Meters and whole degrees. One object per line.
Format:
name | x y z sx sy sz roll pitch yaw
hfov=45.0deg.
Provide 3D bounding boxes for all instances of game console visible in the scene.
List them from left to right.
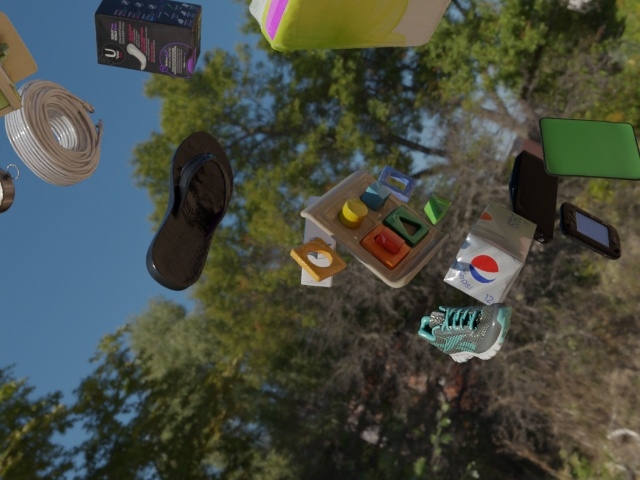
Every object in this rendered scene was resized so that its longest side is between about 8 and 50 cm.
game console | 0.620 -0.068 1.945 0.044 0.361 0.213 -34 37 55

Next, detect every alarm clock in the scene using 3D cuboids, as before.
alarm clock | -0.855 -0.141 2.034 0.192 0.129 0.064 -31 -3 24

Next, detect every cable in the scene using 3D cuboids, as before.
cable | -0.625 -0.255 1.818 0.257 0.089 0.257 43 -149 -50

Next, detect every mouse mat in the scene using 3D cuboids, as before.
mouse mat | 0.520 -0.178 1.490 0.007 0.189 0.153 94 -179 -55

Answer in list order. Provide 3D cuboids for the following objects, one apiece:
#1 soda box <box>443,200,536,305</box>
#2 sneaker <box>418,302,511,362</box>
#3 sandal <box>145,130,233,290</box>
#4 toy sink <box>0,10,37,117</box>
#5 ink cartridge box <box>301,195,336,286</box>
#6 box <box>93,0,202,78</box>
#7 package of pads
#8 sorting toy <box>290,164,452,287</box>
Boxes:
soda box | 0.290 0.016 1.293 0.091 0.098 0.286 -65 -12 20
sneaker | 0.170 0.107 0.936 0.166 0.076 0.065 130 162 -65
sandal | -0.280 -0.086 1.812 0.107 0.167 0.446 -33 39 42
toy sink | -0.694 -0.327 1.551 0.234 0.131 0.153 -30 -44 -10
ink cartridge box | 0.000 0.000 1.926 0.139 0.082 0.191 -84 -3 -69
box | -0.478 -0.576 2.164 0.143 0.270 0.165 -85 5 -45
package of pads | 0.068 -0.368 1.049 0.296 0.101 0.229 -12 -32 -33
sorting toy | 0.092 -0.031 1.203 0.347 0.196 0.047 -40 -18 -48
